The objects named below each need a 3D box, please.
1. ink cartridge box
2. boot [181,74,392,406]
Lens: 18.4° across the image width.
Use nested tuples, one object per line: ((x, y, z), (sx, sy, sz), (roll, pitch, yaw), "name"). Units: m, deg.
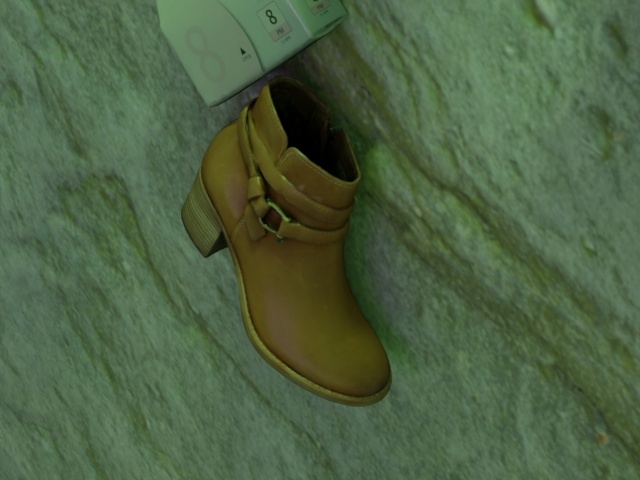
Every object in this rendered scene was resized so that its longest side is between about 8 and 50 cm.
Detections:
((-0.099, -0.253, 1.753), (0.232, 0.066, 0.189), (55, 145, -6), "ink cartridge box")
((0.000, 0.000, 1.813), (0.283, 0.109, 0.220), (55, 141, 14), "boot")
